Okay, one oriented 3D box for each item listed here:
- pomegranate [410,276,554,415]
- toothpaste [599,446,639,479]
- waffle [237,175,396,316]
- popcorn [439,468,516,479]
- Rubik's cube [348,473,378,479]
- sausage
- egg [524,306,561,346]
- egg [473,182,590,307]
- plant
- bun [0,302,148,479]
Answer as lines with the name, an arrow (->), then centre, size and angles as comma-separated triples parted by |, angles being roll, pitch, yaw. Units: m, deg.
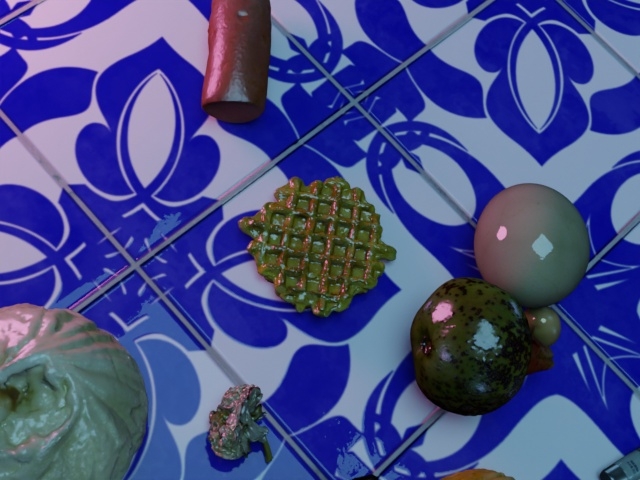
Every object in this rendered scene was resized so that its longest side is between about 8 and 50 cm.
pomegranate -> 0.262, 0.172, 1.440 | 0.248, 0.214, 0.214 | 12, 65, -24
toothpaste -> 0.559, 0.343, 1.506 | 0.239, 0.039, 0.062 | -22, 67, -20
waffle -> 0.000, 0.000, 1.527 | 0.238, 0.058, 0.243 | -31, 75, -21
popcorn -> 0.225, 0.411, 1.363 | 0.167, 0.152, 0.148 | -21, 42, 5
Rubik's cube -> -0.002, 0.444, 1.277 | 0.184, 0.187, 0.182 | -10, 70, -17
sausage -> -0.143, -0.336, 1.611 | 0.114, 0.113, 0.259 | 6, 68, -8
egg -> 0.364, 0.141, 1.525 | 0.071, 0.083, 0.071 | 2, 65, -5
egg -> 0.346, 0.005, 1.516 | 0.186, 0.186, 0.241 | 16, 33, -4
plant -> -0.104, 0.282, 1.377 | 0.122, 0.104, 0.116 | 37, 87, -21
bun -> -0.419, 0.248, 1.254 | 0.353, 0.227, 0.348 | 8, 69, -6
